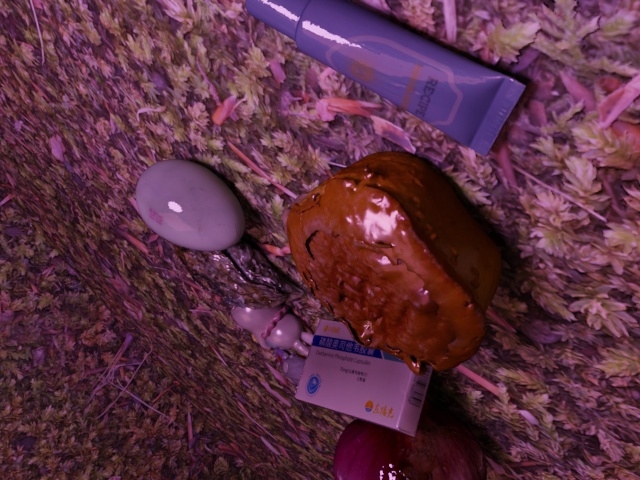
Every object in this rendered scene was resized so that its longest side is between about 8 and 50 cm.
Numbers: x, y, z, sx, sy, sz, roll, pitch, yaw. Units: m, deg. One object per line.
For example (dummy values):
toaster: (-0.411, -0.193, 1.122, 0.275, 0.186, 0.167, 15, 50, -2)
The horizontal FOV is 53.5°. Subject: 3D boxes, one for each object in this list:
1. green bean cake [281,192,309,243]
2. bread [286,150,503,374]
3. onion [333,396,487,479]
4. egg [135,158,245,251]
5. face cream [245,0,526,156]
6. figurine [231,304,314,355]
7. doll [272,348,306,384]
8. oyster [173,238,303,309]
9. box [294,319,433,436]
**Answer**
green bean cake: (0.000, 0.000, 1.251, 0.109, 0.085, 0.179, 20, 145, 33)
bread: (0.126, 0.034, 1.026, 0.358, 0.204, 0.337, 52, 153, -8)
onion: (0.198, 0.455, 1.426, 0.348, 0.348, 0.384, 7, 101, 47)
egg: (-0.286, -0.075, 1.406, 0.264, 0.182, 0.182, 30, 149, 8)
face cream: (0.074, -0.247, 0.843, 0.385, 0.086, 0.135, 32, 149, 11)
figurine: (-0.117, 0.230, 1.661, 0.235, 0.127, 0.155, 43, 133, -5)
doll: (-0.073, 0.368, 1.843, 0.228, 0.075, 0.102, 13, 131, 60)
oyster: (-0.207, 0.072, 1.552, 0.351, 0.158, 0.162, 24, 159, 12)
box: (0.093, 0.291, 1.403, 0.065, 0.200, 0.343, 29, 162, -34)
